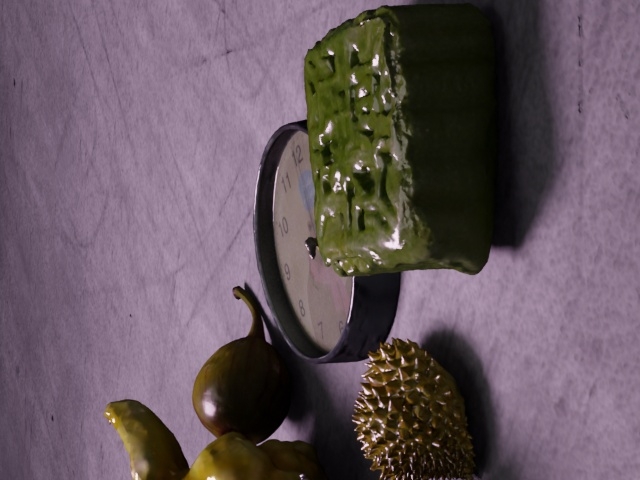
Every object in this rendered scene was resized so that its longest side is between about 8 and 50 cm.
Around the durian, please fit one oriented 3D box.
[{"bbox_3d":[0.072,0.171,1.497,0.208,0.102,0.146,167,90,-70],"label":"durian"}]

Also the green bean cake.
[{"bbox_3d":[0.073,-0.084,1.389,0.222,0.125,0.248,168,95,-66],"label":"green bean cake"}]

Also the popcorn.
[{"bbox_3d":[-0.110,0.346,1.743,0.326,0.290,0.321,133,137,-62],"label":"popcorn"}]

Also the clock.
[{"bbox_3d":[0.000,0.000,1.663,0.280,0.055,0.281,173,90,-66],"label":"clock"}]

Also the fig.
[{"bbox_3d":[-0.091,0.145,1.883,0.124,0.124,0.236,109,170,-45],"label":"fig"}]

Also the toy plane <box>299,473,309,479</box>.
[{"bbox_3d":[0.034,0.305,1.462,0.252,0.252,0.118,116,157,-51],"label":"toy plane"}]
